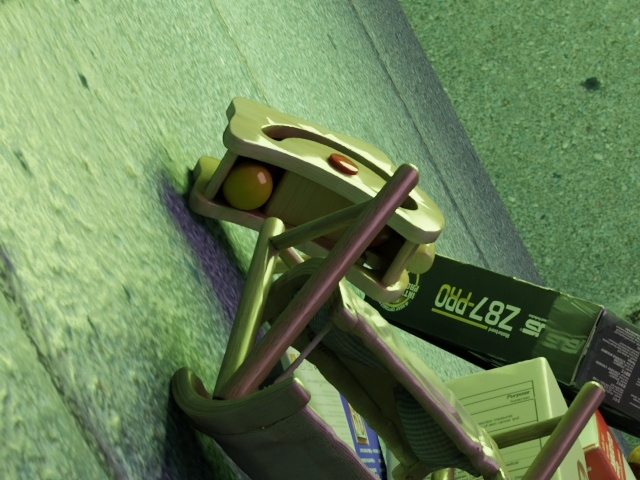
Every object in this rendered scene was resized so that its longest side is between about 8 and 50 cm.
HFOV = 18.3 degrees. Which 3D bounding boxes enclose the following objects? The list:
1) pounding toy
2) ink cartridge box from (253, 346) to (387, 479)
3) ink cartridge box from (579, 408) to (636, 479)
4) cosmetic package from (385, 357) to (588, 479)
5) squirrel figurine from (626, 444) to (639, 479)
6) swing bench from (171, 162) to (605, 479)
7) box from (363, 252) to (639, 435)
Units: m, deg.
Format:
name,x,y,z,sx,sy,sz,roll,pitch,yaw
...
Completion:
name,x,y,z,sx,sy,sz,roll,pitch,yaw
pounding toy,0.000,0.000,1.713,0.269,0.155,0.154,19,24,-29
ink cartridge box,0.013,0.188,1.582,0.206,0.045,0.208,22,48,-72
ink cartridge box,0.236,0.324,1.905,0.273,0.197,0.114,60,12,-15
cosmetic package,0.143,0.250,1.601,0.296,0.153,0.129,-88,157,-52
squirrel figurine,0.463,0.411,2.281,0.397,0.370,0.281,66,11,10
swing bench,0.042,0.130,1.424,0.253,0.165,0.255,50,43,-21
box,0.283,0.132,2.113,0.395,0.097,0.318,28,-7,-42
